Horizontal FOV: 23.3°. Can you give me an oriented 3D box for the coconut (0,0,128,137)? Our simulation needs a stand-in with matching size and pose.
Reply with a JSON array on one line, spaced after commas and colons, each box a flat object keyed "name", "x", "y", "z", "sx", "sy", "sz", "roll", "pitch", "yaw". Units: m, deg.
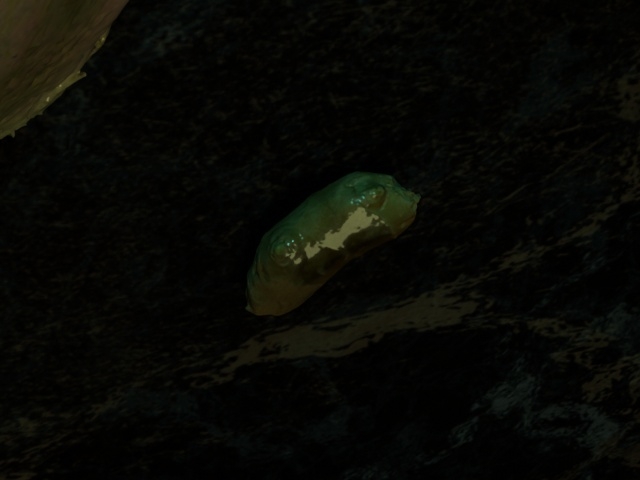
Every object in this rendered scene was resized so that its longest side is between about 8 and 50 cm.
[{"name": "coconut", "x": -0.252, "y": -0.238, "z": 0.757, "sx": 0.405, "sy": 0.404, "sz": 0.404, "roll": -15, "pitch": 138, "yaw": -14}]

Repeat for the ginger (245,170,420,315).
[{"name": "ginger", "x": 0.001, "y": 0.002, "z": 1.384, "sx": 0.190, "sy": 0.069, "sz": 0.095, "roll": -35, "pitch": 134, "yaw": 11}]
